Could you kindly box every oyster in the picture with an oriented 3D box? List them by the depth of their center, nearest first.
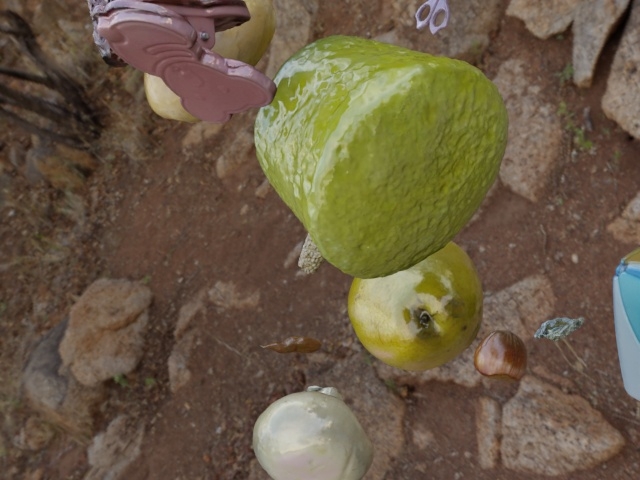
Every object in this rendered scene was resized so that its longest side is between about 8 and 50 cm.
[{"bbox_3d":[0.587,0.220,1.583,0.098,0.037,0.100,-35,8,-14],"label":"oyster"}]

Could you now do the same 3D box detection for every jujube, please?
[{"bbox_3d":[-0.321,-0.355,1.011,0.104,0.104,0.165,0,88,53],"label":"jujube"}]

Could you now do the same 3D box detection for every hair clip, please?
[{"bbox_3d":[-0.117,-0.156,0.556,0.123,0.102,0.138,-4,8,42],"label":"hair clip"}]

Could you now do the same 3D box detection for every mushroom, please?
[{"bbox_3d":[-0.010,0.390,1.286,0.246,0.246,0.202,-21,34,36],"label":"mushroom"}]

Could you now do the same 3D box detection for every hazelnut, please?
[{"bbox_3d":[0.523,0.334,1.834,0.150,0.150,0.150,-32,30,21],"label":"hazelnut"}]

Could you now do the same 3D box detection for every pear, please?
[{"bbox_3d":[0.195,0.117,1.274,0.284,0.285,0.336,-55,-11,-20],"label":"pear"}]

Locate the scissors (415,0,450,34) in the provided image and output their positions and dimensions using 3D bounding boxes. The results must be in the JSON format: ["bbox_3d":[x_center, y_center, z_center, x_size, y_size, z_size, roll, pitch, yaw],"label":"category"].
[{"bbox_3d":[0.295,-0.597,1.513,0.110,0.021,0.212,42,117,43],"label":"scissors"}]

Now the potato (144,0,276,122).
[{"bbox_3d":[-0.164,-0.274,0.899,0.234,0.146,0.150,-48,10,5],"label":"potato"}]

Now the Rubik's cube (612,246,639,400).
[{"bbox_3d":[0.847,0.168,1.297,0.352,0.351,0.347,-19,19,-29],"label":"Rubik's cube"}]

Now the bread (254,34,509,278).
[{"bbox_3d":[0.075,-0.139,0.987,0.348,0.348,0.308,-46,47,-5],"label":"bread"}]

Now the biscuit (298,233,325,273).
[{"bbox_3d":[0.000,0.000,1.451,0.168,0.070,0.082,-63,-3,36],"label":"biscuit"}]

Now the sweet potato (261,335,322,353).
[{"bbox_3d":[-0.084,0.308,1.872,0.056,0.195,0.056,-178,88,-64],"label":"sweet potato"}]
